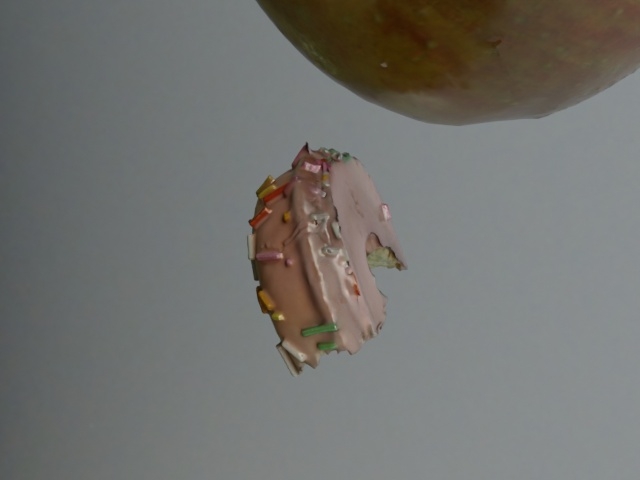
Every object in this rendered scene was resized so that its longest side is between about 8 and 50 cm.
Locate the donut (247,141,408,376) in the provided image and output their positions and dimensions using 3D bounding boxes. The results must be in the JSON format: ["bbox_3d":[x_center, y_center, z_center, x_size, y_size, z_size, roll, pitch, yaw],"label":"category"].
[{"bbox_3d":[0.000,0.000,0.706,0.166,0.065,0.117,-57,125,-70],"label":"donut"}]

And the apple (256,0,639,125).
[{"bbox_3d":[0.120,-0.269,0.817,0.400,0.334,0.400,-44,-157,24],"label":"apple"}]
